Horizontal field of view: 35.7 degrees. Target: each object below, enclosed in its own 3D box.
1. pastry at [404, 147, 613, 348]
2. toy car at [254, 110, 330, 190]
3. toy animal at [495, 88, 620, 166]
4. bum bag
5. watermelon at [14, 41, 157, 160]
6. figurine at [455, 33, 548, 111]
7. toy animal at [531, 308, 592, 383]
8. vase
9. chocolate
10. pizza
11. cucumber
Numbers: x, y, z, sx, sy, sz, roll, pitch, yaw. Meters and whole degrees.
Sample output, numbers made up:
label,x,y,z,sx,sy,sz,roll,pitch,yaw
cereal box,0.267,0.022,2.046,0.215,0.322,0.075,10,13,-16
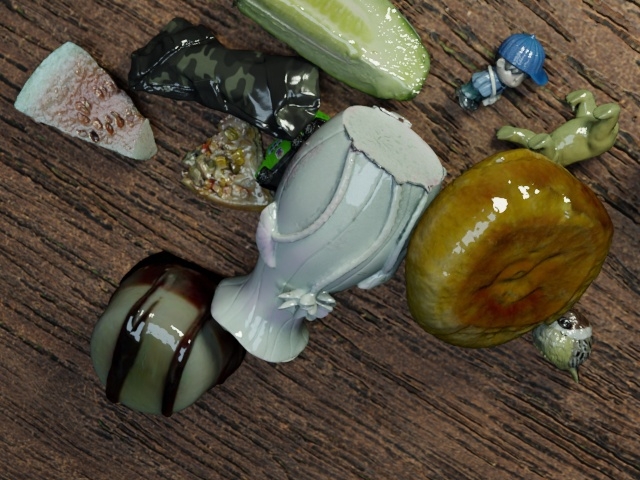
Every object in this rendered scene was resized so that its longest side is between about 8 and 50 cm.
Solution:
label,x,y,z,sx,sy,sz,roll,pitch,yaw
pastry,0.278,0.019,1.495,0.356,0.356,0.163,-50,46,24
toy car,-0.042,-0.149,1.656,0.165,0.071,0.062,-43,51,24
toy animal,0.367,-0.145,1.542,0.219,0.103,0.101,-26,123,18
bum bag,-0.155,-0.270,1.632,0.341,0.095,0.144,19,77,16
watermelon,-0.388,-0.226,1.735,0.241,0.094,0.154,37,104,0
figurine,0.282,-0.257,1.535,0.149,0.086,0.087,-28,74,33
toy animal,0.410,0.169,1.627,0.098,0.098,0.137,-36,113,23
vase,0.000,0.000,1.601,0.250,0.250,0.445,38,122,1
chocolate,-0.284,0.184,1.775,0.284,0.186,0.283,5,108,14
pizza,-0.148,-0.146,1.702,0.185,0.052,0.195,16,111,7
cucumber,0.030,-0.336,1.563,0.325,0.105,0.145,34,72,1
